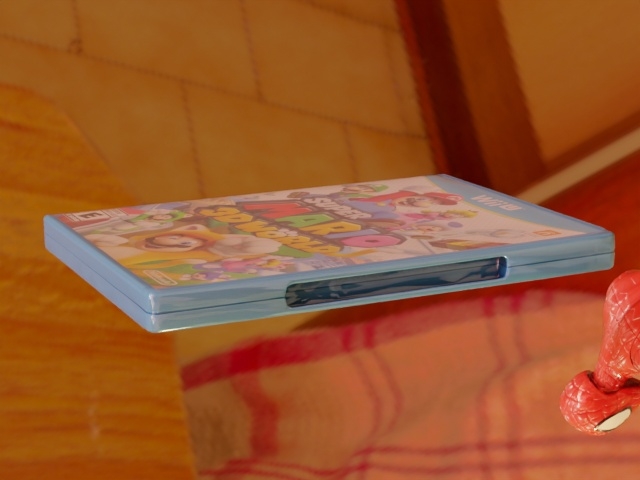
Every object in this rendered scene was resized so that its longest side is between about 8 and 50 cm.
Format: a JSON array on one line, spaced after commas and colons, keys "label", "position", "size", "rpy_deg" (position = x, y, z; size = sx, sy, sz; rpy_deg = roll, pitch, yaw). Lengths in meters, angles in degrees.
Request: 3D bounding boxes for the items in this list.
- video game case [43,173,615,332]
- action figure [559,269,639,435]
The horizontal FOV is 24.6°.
[{"label": "video game case", "position": [0.000, 0.000, 0.513], "size": [0.166, 0.119, 0.015], "rpy_deg": [-7, 104, -25]}, {"label": "action figure", "position": [0.241, 0.020, 0.671], "size": [0.139, 0.280, 0.091], "rpy_deg": [46, 16, -18]}]
